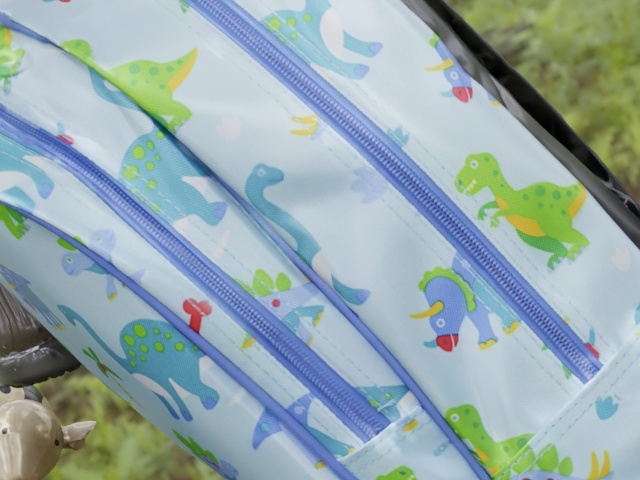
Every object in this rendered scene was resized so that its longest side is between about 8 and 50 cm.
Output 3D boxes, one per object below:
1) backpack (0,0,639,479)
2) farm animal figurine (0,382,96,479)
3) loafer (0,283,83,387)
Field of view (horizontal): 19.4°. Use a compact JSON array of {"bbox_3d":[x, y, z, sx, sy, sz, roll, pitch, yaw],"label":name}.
[{"bbox_3d":[0.000,0.000,0.805,0.273,0.355,0.290,-32,9,-8],"label":"backpack"},{"bbox_3d":[-0.134,0.190,1.020,0.172,0.330,0.327,-59,-21,16],"label":"farm animal figurine"},{"bbox_3d":[-0.117,-0.008,0.974,0.080,0.078,0.220,-18,20,19],"label":"loafer"}]
